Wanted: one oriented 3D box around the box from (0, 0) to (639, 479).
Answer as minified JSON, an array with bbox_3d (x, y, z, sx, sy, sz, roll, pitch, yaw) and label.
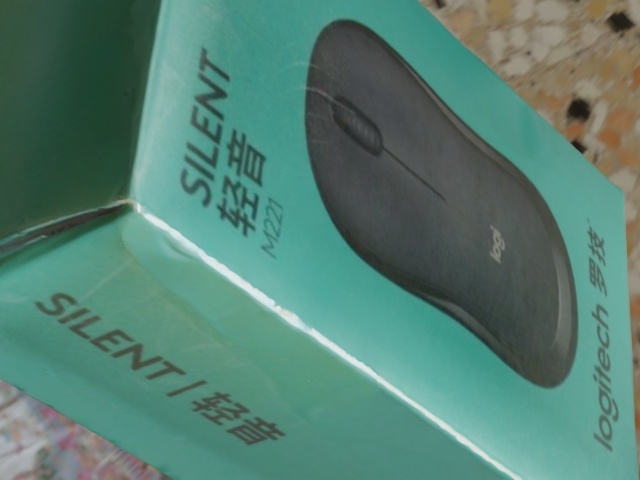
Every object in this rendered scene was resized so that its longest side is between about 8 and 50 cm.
[{"bbox_3d":[0.000,0.000,0.670,0.118,0.205,0.311,-26,134,32],"label":"box"}]
